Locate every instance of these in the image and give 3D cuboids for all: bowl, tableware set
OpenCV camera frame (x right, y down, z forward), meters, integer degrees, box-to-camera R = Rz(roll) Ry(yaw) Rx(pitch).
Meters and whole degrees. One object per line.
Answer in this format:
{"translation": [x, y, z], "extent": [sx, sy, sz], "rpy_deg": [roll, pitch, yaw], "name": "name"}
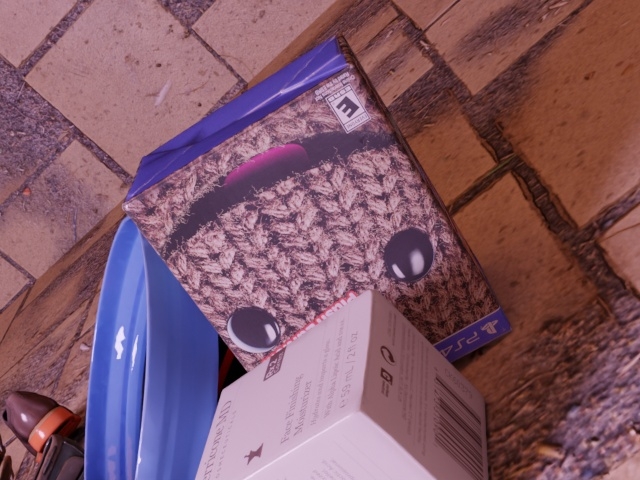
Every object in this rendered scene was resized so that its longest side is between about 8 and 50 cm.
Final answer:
{"translation": [-0.192, 0.168, 0.968], "extent": [0.391, 0.077, 0.391], "rpy_deg": [-174, 90, -69], "name": "bowl"}
{"translation": [-0.475, 0.385, 1.338], "extent": [0.194, 0.039, 0.128], "rpy_deg": [106, 170, -53], "name": "tableware set"}

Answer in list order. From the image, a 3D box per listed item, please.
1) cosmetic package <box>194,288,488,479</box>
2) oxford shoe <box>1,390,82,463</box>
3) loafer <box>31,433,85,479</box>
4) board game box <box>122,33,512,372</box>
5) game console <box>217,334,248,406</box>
{"translation": [0.018, 0.171, 0.711], "extent": [0.183, 0.151, 0.151], "rpy_deg": [-36, 20, 25], "name": "cosmetic package"}
{"translation": [-0.455, 0.291, 1.432], "extent": [0.097, 0.098, 0.271], "rpy_deg": [-50, -2, -26], "name": "oxford shoe"}
{"translation": [-0.426, 0.399, 1.253], "extent": [0.096, 0.084, 0.267], "rpy_deg": [-16, 34, 51], "name": "loafer"}
{"translation": [0.000, 0.000, 0.830], "extent": [0.232, 0.291, 0.141], "rpy_deg": [-31, 22, 10], "name": "board game box"}
{"translation": [-0.073, 0.110, 1.185], "extent": [0.342, 0.060, 0.387], "rpy_deg": [-39, 19, 34], "name": "game console"}
